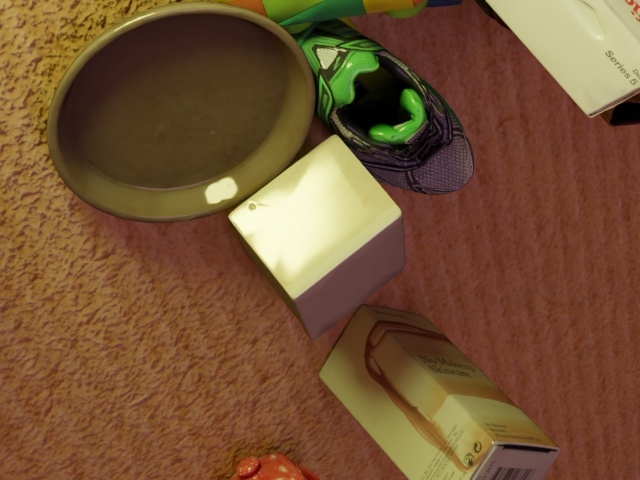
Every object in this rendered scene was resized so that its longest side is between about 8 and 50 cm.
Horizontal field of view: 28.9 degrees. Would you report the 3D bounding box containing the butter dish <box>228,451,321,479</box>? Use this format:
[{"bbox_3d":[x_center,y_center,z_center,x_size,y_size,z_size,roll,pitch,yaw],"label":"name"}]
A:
[{"bbox_3d":[-0.076,0.345,1.685,0.160,0.160,0.118,-32,113,-13],"label":"butter dish"}]

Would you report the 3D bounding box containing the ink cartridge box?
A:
[{"bbox_3d":[0.299,-0.291,1.269,0.198,0.114,0.273,46,53,-10],"label":"ink cartridge box"}]

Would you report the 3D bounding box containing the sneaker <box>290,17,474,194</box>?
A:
[{"bbox_3d":[0.077,-0.129,1.403,0.134,0.146,0.343,-51,139,8],"label":"sneaker"}]

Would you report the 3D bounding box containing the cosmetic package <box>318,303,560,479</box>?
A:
[{"bbox_3d":[0.151,0.224,1.633,0.153,0.296,0.129,12,113,-45],"label":"cosmetic package"}]

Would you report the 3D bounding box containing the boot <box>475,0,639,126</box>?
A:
[{"bbox_3d":[0.348,-0.255,1.407,0.264,0.280,0.096,-15,137,-30],"label":"boot"}]

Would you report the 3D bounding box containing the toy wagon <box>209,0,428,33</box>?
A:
[{"bbox_3d":[0.039,-0.301,1.158,0.344,0.068,0.267,-6,152,11],"label":"toy wagon"}]

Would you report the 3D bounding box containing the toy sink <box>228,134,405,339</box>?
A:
[{"bbox_3d":[0.000,0.000,1.434,0.152,0.131,0.234,-38,164,-5],"label":"toy sink"}]

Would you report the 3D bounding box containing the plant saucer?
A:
[{"bbox_3d":[-0.141,-0.131,1.266,0.277,0.041,0.278,-13,136,-13],"label":"plant saucer"}]

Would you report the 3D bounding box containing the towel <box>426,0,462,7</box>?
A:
[{"bbox_3d":[0.112,-0.293,1.385,0.119,0.029,0.067,-7,127,-33],"label":"towel"}]
